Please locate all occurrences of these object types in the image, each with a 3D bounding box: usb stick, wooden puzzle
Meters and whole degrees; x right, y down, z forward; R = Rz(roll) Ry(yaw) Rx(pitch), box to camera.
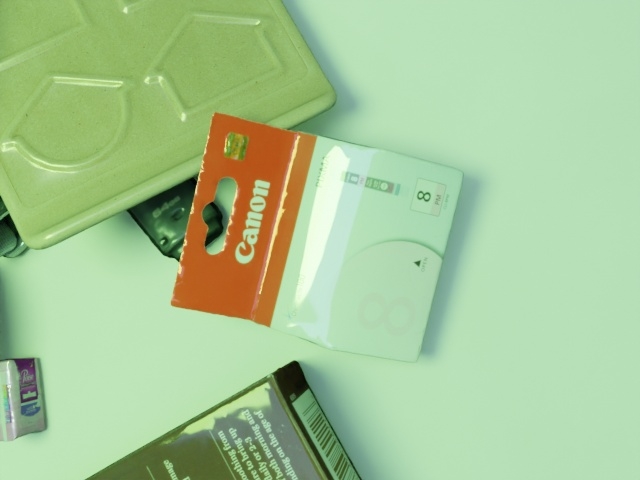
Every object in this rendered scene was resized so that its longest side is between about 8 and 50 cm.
[{"bbox_3d":[-0.208,-0.100,0.790,0.077,0.045,0.278,-37,81,-17],"label":"usb stick"},{"bbox_3d":[-0.201,-0.195,0.754,0.322,0.080,0.347,-28,76,-10],"label":"wooden puzzle"}]

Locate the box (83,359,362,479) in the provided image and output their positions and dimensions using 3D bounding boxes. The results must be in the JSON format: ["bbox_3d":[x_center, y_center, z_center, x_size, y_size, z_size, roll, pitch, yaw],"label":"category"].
[{"bbox_3d":[-0.146,0.290,0.713,0.381,0.143,0.191,-30,83,5],"label":"box"}]

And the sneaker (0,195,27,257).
[{"bbox_3d":[-0.398,-0.038,0.792,0.269,0.101,0.153,-24,80,5],"label":"sneaker"}]

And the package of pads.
[{"bbox_3d":[-0.316,0.164,0.792,0.032,0.050,0.083,-9,85,14],"label":"package of pads"}]

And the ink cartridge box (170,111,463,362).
[{"bbox_3d":[0.000,0.000,0.693,0.232,0.066,0.189,12,95,-21],"label":"ink cartridge box"}]
